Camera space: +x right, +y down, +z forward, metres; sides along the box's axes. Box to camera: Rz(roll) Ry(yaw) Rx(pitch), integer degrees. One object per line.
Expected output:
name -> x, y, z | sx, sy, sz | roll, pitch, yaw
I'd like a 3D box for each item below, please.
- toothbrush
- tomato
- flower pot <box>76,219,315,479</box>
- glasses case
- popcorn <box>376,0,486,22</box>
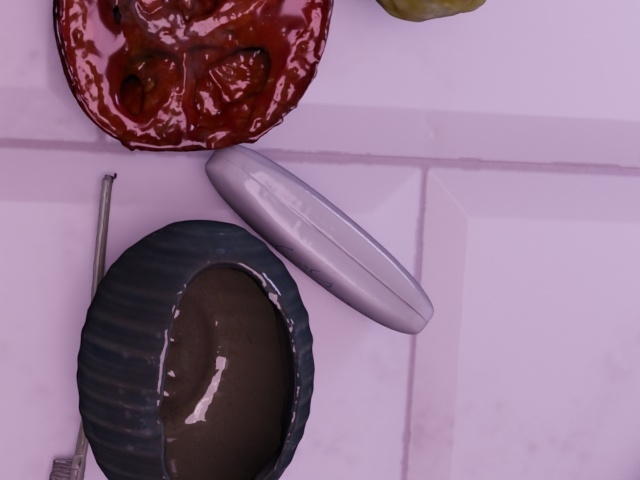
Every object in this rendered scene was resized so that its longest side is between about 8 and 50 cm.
toothbrush -> -0.193, 0.088, 1.142 | 0.028, 0.026, 0.294 | 11, 95, -1
tomato -> -0.110, -0.183, 1.096 | 0.228, 0.101, 0.228 | -1, 101, -7
flower pot -> -0.101, 0.104, 1.096 | 0.189, 0.157, 0.243 | 2, 94, -28
glasses case -> 0.000, 0.000, 1.149 | 0.233, 0.092, 0.059 | 40, 84, -17
popcorn -> 0.126, -0.332, 1.102 | 0.225, 0.174, 0.286 | -15, 101, -20
